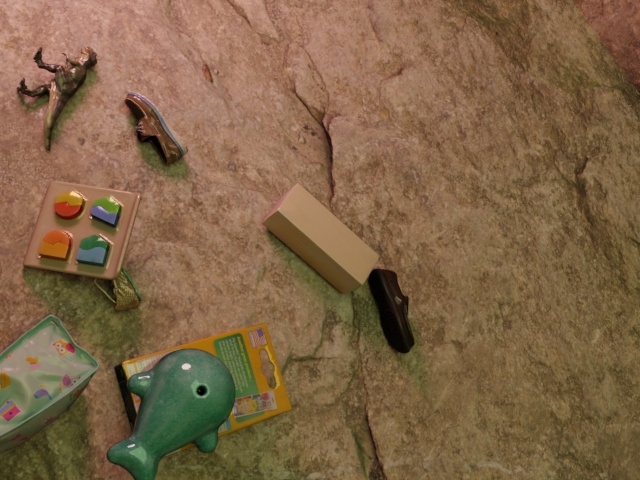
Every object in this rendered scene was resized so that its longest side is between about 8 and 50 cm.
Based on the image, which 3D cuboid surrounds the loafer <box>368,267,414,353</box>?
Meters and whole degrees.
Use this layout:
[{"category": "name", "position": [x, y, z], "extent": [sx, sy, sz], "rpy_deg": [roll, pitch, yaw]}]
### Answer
[{"category": "loafer", "position": [0.192, 0.167, 1.820], "extent": [0.078, 0.080, 0.220], "rpy_deg": [-12, 81, -29]}]

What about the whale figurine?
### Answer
[{"category": "whale figurine", "position": [-0.275, 0.328, 1.396], "extent": [0.216, 0.141, 0.272], "rpy_deg": [45, 61, -9]}]

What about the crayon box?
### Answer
[{"category": "crayon box", "position": [-0.242, 0.312, 1.549], "extent": [0.323, 0.083, 0.203], "rpy_deg": [-13, 81, -29]}]

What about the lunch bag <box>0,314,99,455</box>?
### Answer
[{"category": "lunch bag", "position": [-0.548, 0.279, 1.317], "extent": [0.160, 0.223, 0.262], "rpy_deg": [48, 61, 0]}]

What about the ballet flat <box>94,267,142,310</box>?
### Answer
[{"category": "ballet flat", "position": [-0.446, 0.055, 1.530], "extent": [0.067, 0.073, 0.206], "rpy_deg": [-29, 87, -23]}]

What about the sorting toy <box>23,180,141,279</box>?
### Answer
[{"category": "sorting toy", "position": [-0.483, -0.026, 1.495], "extent": [0.208, 0.038, 0.193], "rpy_deg": [7, 69, 7]}]

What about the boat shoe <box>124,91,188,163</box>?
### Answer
[{"category": "boat shoe", "position": [-0.380, -0.251, 1.659], "extent": [0.183, 0.066, 0.066], "rpy_deg": [48, 61, -7]}]

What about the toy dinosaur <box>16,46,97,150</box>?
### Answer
[{"category": "toy dinosaur", "position": [-0.575, -0.337, 1.589], "extent": [0.118, 0.064, 0.268], "rpy_deg": [30, 66, -24]}]

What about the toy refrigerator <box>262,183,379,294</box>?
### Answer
[{"category": "toy refrigerator", "position": [0.000, 0.000, 1.768], "extent": [0.269, 0.094, 0.102], "rpy_deg": [41, 54, -12]}]
